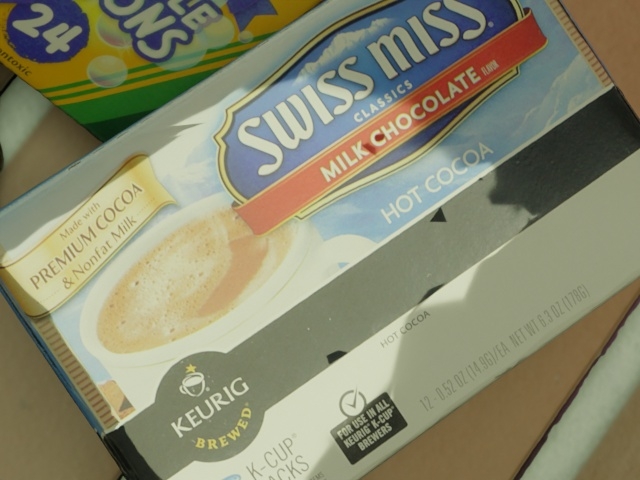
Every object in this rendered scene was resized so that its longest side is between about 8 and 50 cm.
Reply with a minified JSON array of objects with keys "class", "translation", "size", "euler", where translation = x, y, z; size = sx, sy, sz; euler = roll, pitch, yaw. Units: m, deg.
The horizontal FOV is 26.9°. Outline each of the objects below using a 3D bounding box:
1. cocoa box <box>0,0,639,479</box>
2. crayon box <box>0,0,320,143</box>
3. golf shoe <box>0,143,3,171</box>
[{"class":"cocoa box","translation":[0.000,0.000,0.812],"size":[0.347,0.231,0.228],"euler":[-34,92,-9]},{"class":"crayon box","translation":[-0.074,-0.214,0.775],"size":[0.323,0.083,0.203],"euler":[-36,128,21]},{"class":"golf shoe","translation":[-0.250,-0.127,0.844],"size":[0.105,0.120,0.272],"euler":[-7,86,-7]}]
